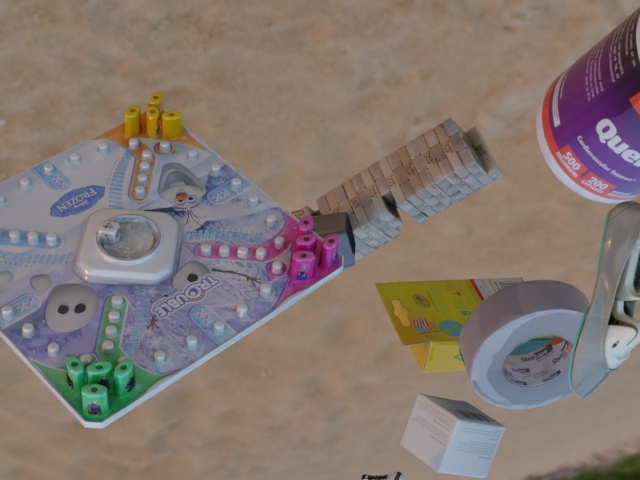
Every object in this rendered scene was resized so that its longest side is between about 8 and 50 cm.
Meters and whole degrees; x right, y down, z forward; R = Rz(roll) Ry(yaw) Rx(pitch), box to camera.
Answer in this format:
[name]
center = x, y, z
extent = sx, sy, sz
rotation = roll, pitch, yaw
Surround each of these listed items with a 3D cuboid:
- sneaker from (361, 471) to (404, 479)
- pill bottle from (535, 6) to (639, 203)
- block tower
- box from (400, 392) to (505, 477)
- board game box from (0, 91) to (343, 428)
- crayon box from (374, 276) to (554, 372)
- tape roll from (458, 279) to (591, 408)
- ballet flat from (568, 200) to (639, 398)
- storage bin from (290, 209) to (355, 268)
[sneaker]
center = 0.074, 0.336, 1.601
extent = 0.083, 0.037, 0.032
rotation = -30, -171, 13
[pill bottle]
center = 0.393, -0.173, 1.315
extent = 0.181, 0.181, 0.323
rotation = -12, 166, -23
[block tower]
center = 0.107, -0.065, 1.806
extent = 0.335, 0.091, 0.097
rotation = -31, 151, 16
[box]
center = 0.195, 0.289, 1.722
extent = 0.101, 0.087, 0.102
rotation = 15, -172, -37
[board game box]
center = -0.235, -0.003, 1.426
extent = 0.390, 0.390, 0.050
rotation = -32, 146, -31
[crayon box]
center = 0.275, 0.162, 2.273
extent = 0.319, 0.202, 0.081
rotation = 0, 124, -16
[tape roll]
center = 0.329, 0.163, 1.808
extent = 0.219, 0.072, 0.219
rotation = -7, 131, -8
[ballet flat]
center = 0.309, 0.067, 1.191
extent = 0.068, 0.213, 0.072
rotation = 17, -171, 40
[storage bin]
center = 0.000, 0.000, 1.680
extent = 0.091, 0.098, 0.135
rotation = -13, -164, 6
